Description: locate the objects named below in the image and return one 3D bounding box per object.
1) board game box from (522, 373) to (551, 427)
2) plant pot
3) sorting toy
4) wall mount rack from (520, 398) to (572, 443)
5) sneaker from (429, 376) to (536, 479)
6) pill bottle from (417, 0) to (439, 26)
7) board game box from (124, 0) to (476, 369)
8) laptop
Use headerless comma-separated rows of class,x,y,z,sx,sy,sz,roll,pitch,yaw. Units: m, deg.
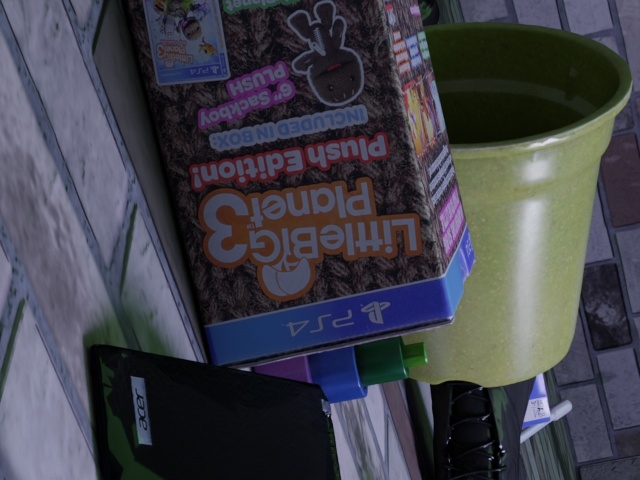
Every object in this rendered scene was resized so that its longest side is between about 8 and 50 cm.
board game box,0.193,0.052,2.227,0.347,0.078,0.233,-93,171,-73
plant pot,0.130,-0.022,1.626,0.276,0.276,0.254,-83,170,-63
sorting toy,0.049,0.220,1.140,0.127,0.126,0.365,48,32,-71
wall mount rack,0.261,0.353,2.225,0.304,0.130,0.350,-74,151,-71
sneaker,0.155,0.189,1.826,0.130,0.109,0.286,-61,145,-67
pill bottle,0.043,-0.293,1.776,0.123,0.123,0.219,-90,165,-53
board game box,-0.010,-0.095,1.136,0.232,0.141,0.291,-45,122,-79
laptop,-0.049,0.197,0.928,0.264,0.136,0.234,121,-36,-65
